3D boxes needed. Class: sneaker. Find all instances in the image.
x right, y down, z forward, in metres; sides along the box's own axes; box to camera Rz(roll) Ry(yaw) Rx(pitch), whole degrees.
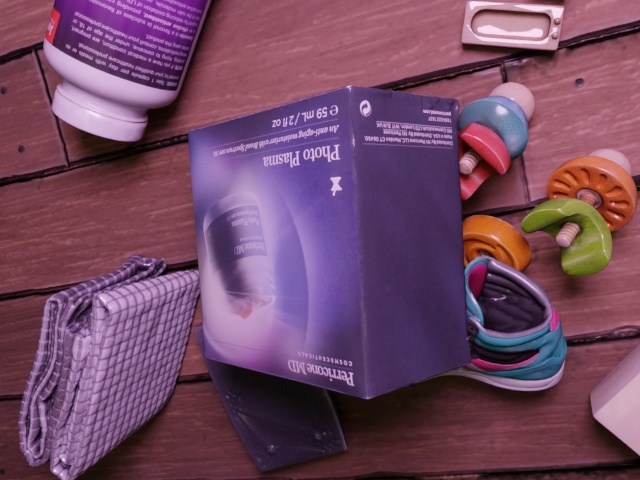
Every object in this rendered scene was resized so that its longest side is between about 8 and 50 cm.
[{"bbox_3d":[0.160,0.103,0.758,0.295,0.124,0.179,1,135,12],"label":"sneaker"}]

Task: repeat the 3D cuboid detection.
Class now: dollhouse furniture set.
[{"bbox_3d":[0.213,-0.304,0.685,0.143,0.123,0.151,9,105,14],"label":"dollhouse furniture set"}]

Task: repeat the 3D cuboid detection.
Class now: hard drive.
[{"bbox_3d":[-0.072,0.217,0.923,0.171,0.054,0.255,-22,96,20],"label":"hard drive"}]

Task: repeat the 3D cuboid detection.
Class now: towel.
[{"bbox_3d":[-0.310,0.170,0.888,0.121,0.235,0.284,22,107,16],"label":"towel"}]

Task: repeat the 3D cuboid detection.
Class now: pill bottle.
[{"bbox_3d":[-0.245,-0.302,0.785,0.181,0.181,0.323,28,108,8],"label":"pill bottle"}]

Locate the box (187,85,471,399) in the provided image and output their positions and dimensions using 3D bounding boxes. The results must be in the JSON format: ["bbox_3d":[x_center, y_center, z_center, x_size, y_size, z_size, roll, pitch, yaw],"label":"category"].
[{"bbox_3d":[0.000,0.000,0.702,0.296,0.182,0.294,-2,94,48],"label":"box"}]

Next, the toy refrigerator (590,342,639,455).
[{"bbox_3d":[0.465,0.142,0.736,0.102,0.094,0.270,39,109,11],"label":"toy refrigerator"}]

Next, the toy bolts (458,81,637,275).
[{"bbox_3d":[0.247,-0.078,0.751,0.228,0.158,0.218,45,151,-8],"label":"toy bolts"}]
